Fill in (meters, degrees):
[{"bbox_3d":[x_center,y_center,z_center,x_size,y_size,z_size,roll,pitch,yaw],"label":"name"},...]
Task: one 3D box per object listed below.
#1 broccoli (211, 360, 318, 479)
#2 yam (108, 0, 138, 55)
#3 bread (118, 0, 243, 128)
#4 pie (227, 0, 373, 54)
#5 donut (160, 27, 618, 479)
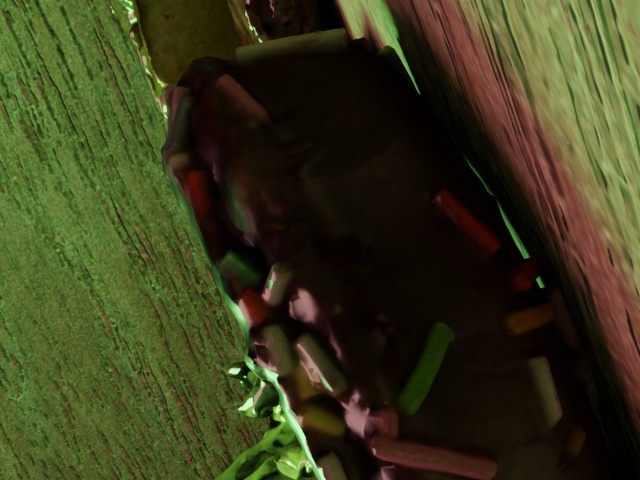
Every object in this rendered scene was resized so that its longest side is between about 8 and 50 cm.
[{"bbox_3d":[0.050,0.211,1.234,0.324,0.272,0.334,-62,34,37],"label":"broccoli"},{"bbox_3d":[-0.106,-0.170,1.372,0.238,0.129,0.128,63,179,18],"label":"yam"},{"bbox_3d":[-0.067,-0.134,1.028,0.186,0.124,0.257,-129,14,-81],"label":"bread"},{"bbox_3d":[0.001,-0.094,0.840,0.218,0.054,0.204,61,177,15],"label":"pie"},{"bbox_3d":[0.049,0.075,0.665,0.259,0.136,0.345,58,175,50],"label":"donut"}]
